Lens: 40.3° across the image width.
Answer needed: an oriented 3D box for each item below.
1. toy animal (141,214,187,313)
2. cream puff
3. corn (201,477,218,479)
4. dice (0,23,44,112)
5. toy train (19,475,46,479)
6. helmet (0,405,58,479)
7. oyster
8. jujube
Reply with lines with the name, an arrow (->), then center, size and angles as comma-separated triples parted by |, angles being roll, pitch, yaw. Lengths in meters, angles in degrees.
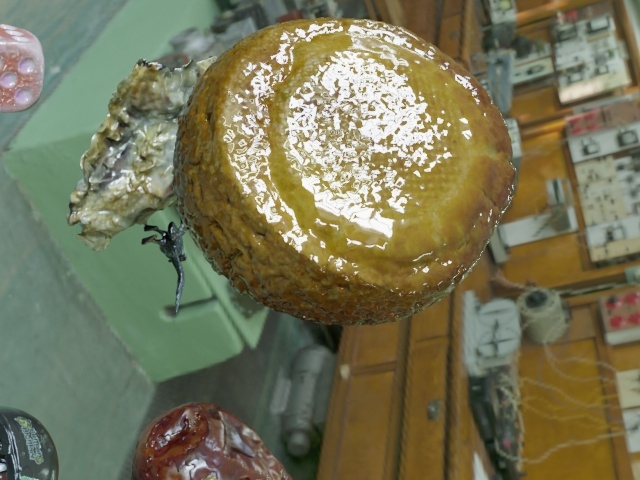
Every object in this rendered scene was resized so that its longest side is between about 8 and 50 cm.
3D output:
toy animal -> -0.242, 0.008, 1.424 | 0.108, 0.062, 0.220 | 54, 28, -53
cream puff -> 0.012, -0.059, 0.806 | 0.212, 0.303, 0.303 | 125, -42, -69
corn -> -0.130, 0.269, 0.848 | 0.037, 0.092, 0.037 | 45, 8, -8
dice -> -0.400, -0.214, 1.078 | 0.094, 0.093, 0.091 | -4, 120, -40
toy train -> -0.398, 0.356, 1.184 | 0.038, 0.093, 0.056 | 17, 52, -17
helmet -> -0.583, 0.440, 1.654 | 0.160, 0.230, 0.279 | 6, 43, -56
oyster -> -0.251, -0.123, 1.341 | 0.201, 0.354, 0.107 | 16, 22, -47
jujube -> -0.134, 0.312, 1.090 | 0.183, 0.183, 0.243 | -80, 150, -49
